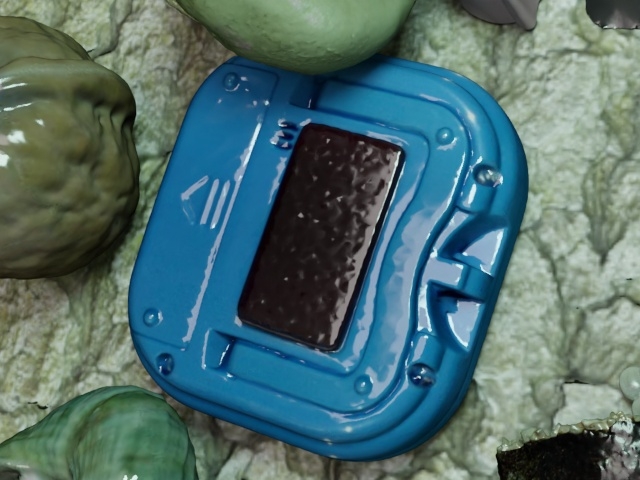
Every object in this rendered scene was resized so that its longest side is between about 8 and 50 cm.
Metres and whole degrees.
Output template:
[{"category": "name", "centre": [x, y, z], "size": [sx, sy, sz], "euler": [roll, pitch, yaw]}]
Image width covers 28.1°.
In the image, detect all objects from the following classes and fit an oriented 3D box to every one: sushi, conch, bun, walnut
[{"category": "sushi", "centre": [0.200, 0.173, 0.955], "size": [0.150, 0.090, 0.078], "euler": [-24, 62, 44]}, {"category": "conch", "centre": [-0.176, 0.230, 1.079], "size": [0.277, 0.195, 0.220], "euler": [21, 98, 2]}, {"category": "bun", "centre": [-0.048, -0.259, 1.026], "size": [0.179, 0.283, 0.283], "euler": [-17, 71, 43]}, {"category": "walnut", "centre": [-0.279, -0.083, 1.154], "size": [0.248, 0.248, 0.248], "euler": [-5, 77, 22]}]

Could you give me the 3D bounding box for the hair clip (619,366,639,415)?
[{"category": "hair clip", "centre": [0.320, 0.172, 0.945], "size": [0.140, 0.054, 0.220], "euler": [-29, 65, 28]}]

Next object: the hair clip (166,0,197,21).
[{"category": "hair clip", "centre": [-0.036, -0.343, 1.164], "size": [0.138, 0.091, 0.321], "euler": [31, 103, 4]}]

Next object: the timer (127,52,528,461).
[{"category": "timer", "centre": [0.000, 0.000, 1.080], "size": [0.309, 0.115, 0.340], "euler": [16, 84, 22]}]

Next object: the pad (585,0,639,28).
[{"category": "pad", "centre": [0.318, -0.305, 1.072], "size": [0.181, 0.004, 0.267], "euler": [3, 80, 23]}]

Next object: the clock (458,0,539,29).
[{"category": "clock", "centre": [0.169, -0.353, 1.102], "size": [0.275, 0.080, 0.290], "euler": [-45, 64, 9]}]
